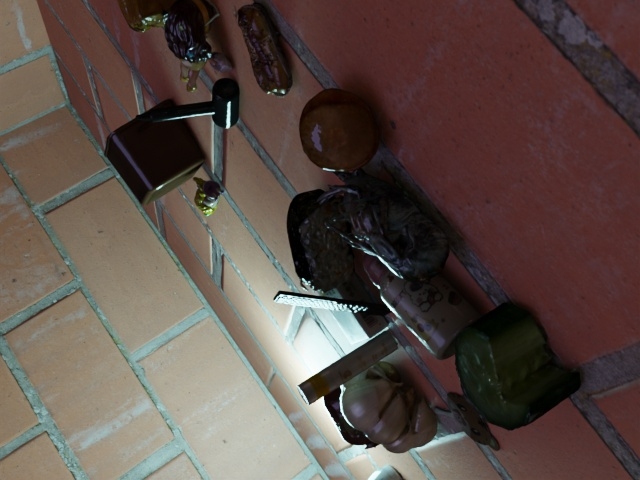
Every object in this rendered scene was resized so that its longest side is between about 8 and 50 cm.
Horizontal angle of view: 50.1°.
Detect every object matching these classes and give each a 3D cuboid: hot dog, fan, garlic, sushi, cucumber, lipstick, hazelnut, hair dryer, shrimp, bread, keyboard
[{"bbox_3d":[-0.112,-0.379,1.371,0.108,0.059,0.191,16,133,56],"label":"hot dog"},{"bbox_3d":[0.323,0.409,1.590,0.152,0.008,0.227,60,159,-7],"label":"fan"},{"bbox_3d":[0.160,0.422,1.746,0.281,0.185,0.203,53,140,16],"label":"garlic"},{"bbox_3d":[0.000,0.000,1.552,0.126,0.136,0.225,23,129,57],"label":"sushi"},{"bbox_3d":[0.318,0.208,1.148,0.191,0.130,0.191,45,150,36],"label":"cucumber"},{"bbox_3d":[0.068,0.308,1.665,0.059,0.264,0.059,52,161,27],"label":"lipstick"},{"bbox_3d":[0.037,-0.196,1.206,0.150,0.150,0.150,47,158,26],"label":"hazelnut"},{"bbox_3d":[-0.321,-0.323,1.667,0.128,0.256,0.070,114,142,-64],"label":"hair dryer"},{"bbox_3d":[0.081,-0.056,1.245,0.372,0.137,0.172,35,178,37],"label":"shrimp"},{"bbox_3d":[-0.045,0.115,1.975,0.092,0.038,0.029,64,-158,-17],"label":"shrimp"},{"bbox_3d":[-0.399,-0.583,1.607,0.158,0.149,0.143,62,156,-13],"label":"bread"},{"bbox_3d":[-0.020,0.133,1.572,0.381,0.041,0.103,14,161,-8],"label":"keyboard"}]

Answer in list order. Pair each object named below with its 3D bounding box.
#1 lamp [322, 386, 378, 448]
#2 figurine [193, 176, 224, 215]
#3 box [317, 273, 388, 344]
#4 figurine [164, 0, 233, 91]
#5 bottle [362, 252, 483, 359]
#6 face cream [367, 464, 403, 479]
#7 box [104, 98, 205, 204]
[{"bbox_3d":[0.109,0.471,1.965,0.258,0.180,0.180,63,160,-9],"label":"lamp"},{"bbox_3d":[-0.391,-0.151,2.303,0.115,0.095,0.156,44,155,4],"label":"figurine"},{"bbox_3d":[0.058,0.138,1.721,0.243,0.067,0.155,56,159,5],"label":"box"},{"bbox_3d":[-0.295,-0.456,1.592,0.174,0.116,0.240,50,159,20],"label":"figurine"},{"bbox_3d":[0.181,0.098,1.296,0.253,0.120,0.120,47,158,25],"label":"bottle"},{"bbox_3d":[0.219,0.828,2.317,0.117,0.104,0.117,49,160,25],"label":"face cream"},{"bbox_3d":[-0.555,-0.281,2.292,0.229,0.239,0.339,57,160,-5],"label":"box"}]
